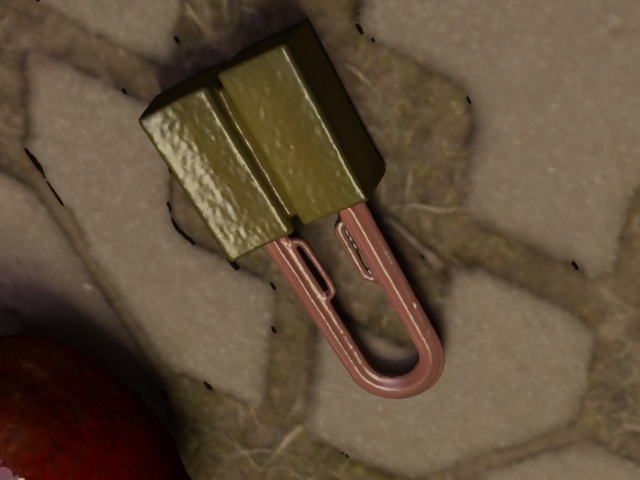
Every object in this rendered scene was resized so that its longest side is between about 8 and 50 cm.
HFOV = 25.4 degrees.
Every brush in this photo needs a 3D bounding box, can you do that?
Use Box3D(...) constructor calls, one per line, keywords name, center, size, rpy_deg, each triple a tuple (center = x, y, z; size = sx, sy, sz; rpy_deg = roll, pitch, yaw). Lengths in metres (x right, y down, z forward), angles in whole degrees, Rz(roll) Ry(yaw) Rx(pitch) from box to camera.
Box3D(name="brush", center=(0.000, 0.000, 0.817), size=(0.103, 0.047, 0.233), rpy_deg=(-23, 109, 23))

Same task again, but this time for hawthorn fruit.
Box3D(name="hawthorn fruit", center=(-0.166, 0.158, 0.876), size=(0.202, 0.185, 0.185), rpy_deg=(25, 120, -18))
